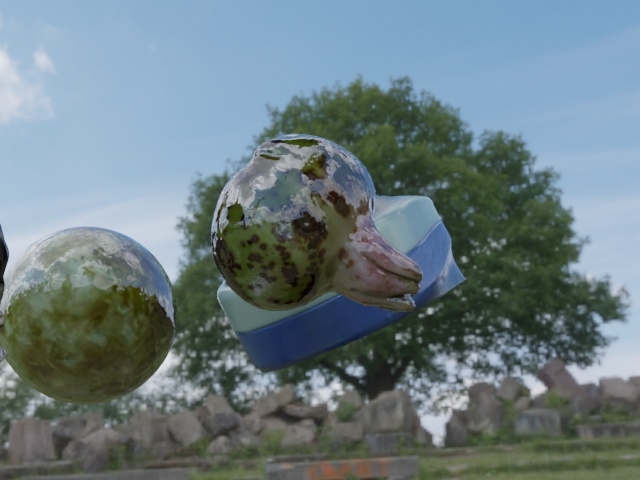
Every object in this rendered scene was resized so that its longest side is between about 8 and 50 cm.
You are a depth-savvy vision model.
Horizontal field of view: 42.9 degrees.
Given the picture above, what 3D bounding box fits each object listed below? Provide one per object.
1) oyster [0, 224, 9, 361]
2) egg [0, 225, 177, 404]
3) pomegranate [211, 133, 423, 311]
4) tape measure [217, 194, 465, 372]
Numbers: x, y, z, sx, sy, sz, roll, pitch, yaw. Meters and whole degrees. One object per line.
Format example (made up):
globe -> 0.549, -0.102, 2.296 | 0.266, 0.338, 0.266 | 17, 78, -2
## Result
oyster -> -0.330, -0.038, 0.747 | 0.079, 0.345, 0.128 | -5, 2, -2
egg -> -0.314, 0.094, 1.094 | 0.238, 0.238, 0.289 | -1, -27, -6
pomegranate -> -0.003, -0.010, 0.599 | 0.163, 0.138, 0.125 | 12, -48, 31
tape measure -> 0.009, 0.046, 0.959 | 0.259, 0.138, 0.262 | -26, -2, 27
